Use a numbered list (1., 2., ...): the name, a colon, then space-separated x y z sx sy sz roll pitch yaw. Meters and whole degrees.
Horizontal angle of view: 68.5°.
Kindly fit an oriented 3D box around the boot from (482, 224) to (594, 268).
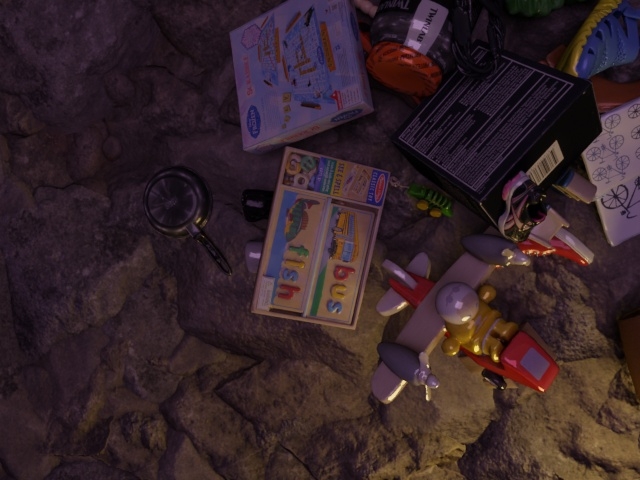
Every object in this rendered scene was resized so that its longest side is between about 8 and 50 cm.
1. boot: 0.507 0.029 1.137 0.244 0.088 0.176 34 99 11

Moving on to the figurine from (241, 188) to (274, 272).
1. figurine: -0.087 -0.028 1.205 0.209 0.092 0.215 -2 95 3

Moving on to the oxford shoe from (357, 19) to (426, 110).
1. oxford shoe: 0.161 -0.405 1.152 0.271 0.097 0.098 45 135 -6

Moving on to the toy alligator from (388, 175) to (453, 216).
1. toy alligator: 0.256 -0.112 1.148 0.189 0.051 0.056 29 66 -11

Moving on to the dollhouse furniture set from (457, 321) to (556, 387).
1. dollhouse furniture set: 0.471 0.296 1.190 0.151 0.123 0.144 -40 89 -27

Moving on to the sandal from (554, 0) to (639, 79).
1. sandal: 0.611 -0.419 0.998 0.138 0.126 0.317 37 67 12

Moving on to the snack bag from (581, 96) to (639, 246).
1. snack bag: 0.761 -0.172 1.053 0.323 0.037 0.343 -25 113 9

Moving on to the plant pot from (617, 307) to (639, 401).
1. plant pot: 0.806 0.272 1.067 0.237 0.237 0.254 -27 75 8

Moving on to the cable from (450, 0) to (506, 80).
1. cable: 0.313 -0.411 0.928 0.150 0.047 0.184 -37 120 -30

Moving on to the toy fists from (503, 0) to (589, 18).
1. toy fists: 0.537 -0.590 1.058 0.279 0.096 0.142 -20 101 -6

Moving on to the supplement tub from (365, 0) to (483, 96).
1. supplement tub: 0.235 -0.498 0.997 0.207 0.207 0.338 23 88 5

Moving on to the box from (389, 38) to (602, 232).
1. box: 0.369 -0.228 1.017 0.296 0.182 0.294 -48 49 8

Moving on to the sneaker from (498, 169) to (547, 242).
1. sneaker: 0.396 -0.047 0.911 0.072 0.178 0.077 -37 49 -5

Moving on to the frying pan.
1. frying pan: -0.373 -0.041 1.257 0.197 0.053 0.326 -14 90 9

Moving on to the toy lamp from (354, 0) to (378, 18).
1. toy lamp: 0.097 -0.575 1.139 0.274 0.080 0.080 35 98 1

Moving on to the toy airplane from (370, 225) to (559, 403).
1. toy airplane: 0.285 0.146 1.036 0.384 0.272 0.386 -9 64 14

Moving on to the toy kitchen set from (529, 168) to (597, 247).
1. toy kitchen set: 0.496 -0.096 1.071 0.122 0.207 0.166 35 106 3

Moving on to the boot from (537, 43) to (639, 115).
1. boot: 0.621 -0.362 1.091 0.283 0.109 0.220 -33 81 8

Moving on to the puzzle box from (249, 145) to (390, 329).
1. puzzle box: 0.000 0.000 1.156 0.272 0.052 0.409 11 92 -14

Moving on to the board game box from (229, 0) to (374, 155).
1. board game box: -0.055 -0.396 1.089 0.318 0.066 0.319 -14 77 28
